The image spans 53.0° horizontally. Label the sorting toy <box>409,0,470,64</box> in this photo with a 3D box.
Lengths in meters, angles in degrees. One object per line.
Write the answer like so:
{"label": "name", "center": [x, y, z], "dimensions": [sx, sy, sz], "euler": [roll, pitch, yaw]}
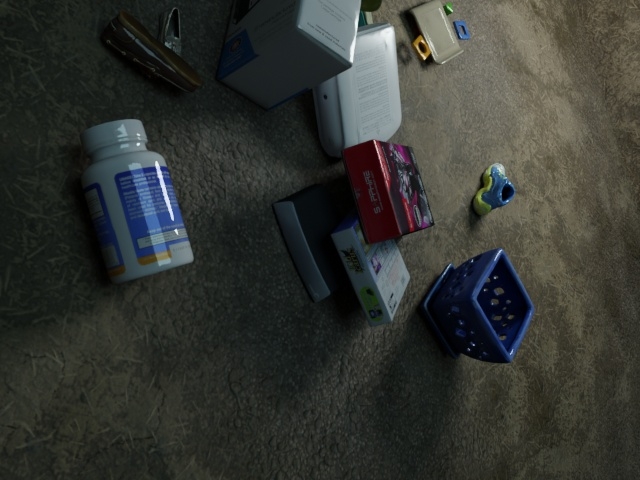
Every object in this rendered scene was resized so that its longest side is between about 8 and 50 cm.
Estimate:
{"label": "sorting toy", "center": [0.364, -0.663, 2.057], "dimensions": [0.348, 0.047, 0.196], "euler": [-38, 102, -43]}

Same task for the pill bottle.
{"label": "pill bottle", "center": [-0.335, -0.070, 1.148], "dimensions": [0.152, 0.152, 0.272], "euler": [-17, 92, -45]}

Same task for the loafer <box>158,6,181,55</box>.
{"label": "loafer", "center": [-0.311, -0.426, 1.339], "dimensions": [0.045, 0.039, 0.125], "euler": [5, 76, -43]}

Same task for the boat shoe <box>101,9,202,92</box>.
{"label": "boat shoe", "center": [-0.336, -0.363, 1.283], "dimensions": [0.207, 0.073, 0.073], "euler": [38, 20, -27]}

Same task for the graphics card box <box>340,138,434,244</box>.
{"label": "graphics card box", "center": [0.180, -0.123, 1.614], "dimensions": [0.371, 0.094, 0.232], "euler": [-11, 84, -68]}

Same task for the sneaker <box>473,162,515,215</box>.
{"label": "sneaker", "center": [0.590, -0.174, 2.095], "dimensions": [0.091, 0.126, 0.240], "euler": [49, 51, -25]}

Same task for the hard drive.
{"label": "hard drive", "center": [0.000, 0.000, 1.525], "dimensions": [0.172, 0.054, 0.254], "euler": [-30, 101, -44]}

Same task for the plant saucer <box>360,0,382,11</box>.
{"label": "plant saucer", "center": [0.071, -0.690, 1.646], "dimensions": [0.241, 0.241, 0.037], "euler": [43, 81, -29]}

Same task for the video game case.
{"label": "video game case", "center": [0.129, 0.043, 1.571], "dimensions": [0.244, 0.061, 0.269], "euler": [67, 23, -12]}

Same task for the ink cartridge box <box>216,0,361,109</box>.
{"label": "ink cartridge box", "center": [-0.058, -0.536, 1.440], "dimensions": [0.166, 0.285, 0.394], "euler": [25, 62, -37]}

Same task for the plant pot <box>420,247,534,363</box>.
{"label": "plant pot", "center": [0.425, 0.187, 1.782], "dimensions": [0.236, 0.212, 0.236], "euler": [-48, 113, -39]}

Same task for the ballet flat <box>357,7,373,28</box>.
{"label": "ballet flat", "center": [0.125, -0.538, 1.773], "dimensions": [0.086, 0.086, 0.248], "euler": [3, 77, -44]}

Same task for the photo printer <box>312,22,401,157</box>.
{"label": "photo printer", "center": [0.095, -0.371, 1.621], "dimensions": [0.256, 0.107, 0.307], "euler": [-31, 123, -38]}
